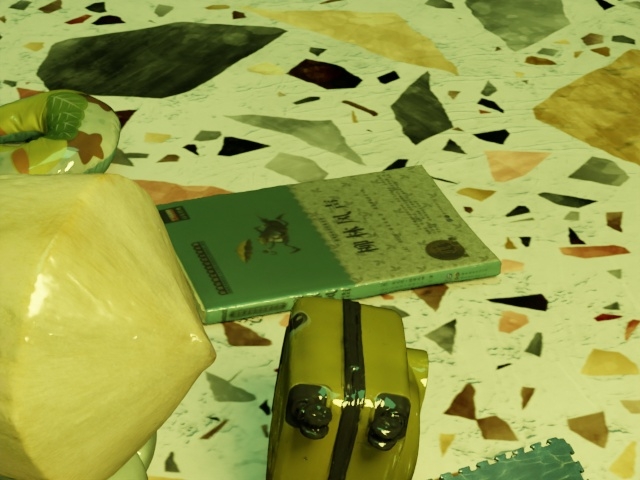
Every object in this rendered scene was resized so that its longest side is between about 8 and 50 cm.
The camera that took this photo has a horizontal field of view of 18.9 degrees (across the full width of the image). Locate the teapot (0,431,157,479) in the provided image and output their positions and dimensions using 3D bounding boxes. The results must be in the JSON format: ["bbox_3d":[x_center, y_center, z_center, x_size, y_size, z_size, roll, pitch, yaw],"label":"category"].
[{"bbox_3d":[-0.262,0.242,1.862,0.294,0.129,0.193,-24,39,-36],"label":"teapot"}]

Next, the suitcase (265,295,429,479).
[{"bbox_3d":[0.025,0.184,1.918,0.143,0.194,0.235,9,31,-5],"label":"suitcase"}]

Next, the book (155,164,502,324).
[{"bbox_3d":[0.000,0.000,2.373,0.379,0.031,0.264,-9,32,-18],"label":"book"}]

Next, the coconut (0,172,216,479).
[{"bbox_3d":[-0.243,0.081,1.751,0.328,0.329,0.329,2,31,-1],"label":"coconut"}]

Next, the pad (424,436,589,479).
[{"bbox_3d":[0.173,0.325,1.745,0.269,0.012,0.269,-16,65,-26],"label":"pad"}]

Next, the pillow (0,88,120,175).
[{"bbox_3d":[-0.366,-0.123,2.519,0.214,0.086,0.233,-4,33,10],"label":"pillow"}]
